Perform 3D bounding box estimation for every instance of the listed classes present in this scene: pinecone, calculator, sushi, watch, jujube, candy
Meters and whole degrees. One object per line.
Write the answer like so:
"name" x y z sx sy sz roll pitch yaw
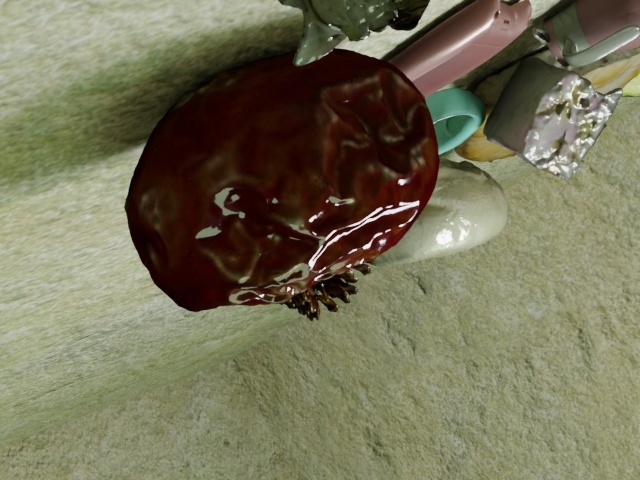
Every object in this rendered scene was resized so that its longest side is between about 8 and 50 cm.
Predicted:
"pinecone" 0.003 0.002 1.913 0.292 0.246 0.246 -43 177 -21
"calculator" 0.158 -0.255 1.519 0.329 0.048 0.220 -31 173 29
"sushi" 0.075 -0.271 0.974 0.273 0.134 0.109 -43 -168 34
"watch" 0.187 -0.195 1.831 0.195 0.068 0.237 -16 168 -27
"jujube" -0.043 -0.074 1.197 0.377 0.276 0.276 -24 170 -32
"candy" 0.394 -0.218 1.760 0.185 0.137 0.195 -59 -159 10

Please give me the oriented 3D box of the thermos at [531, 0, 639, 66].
"thermos" 0.480 -0.360 1.613 0.265 0.146 0.176 -24 -153 35

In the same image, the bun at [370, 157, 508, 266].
"bun" 0.239 -0.070 2.280 0.365 0.219 0.365 -15 180 0

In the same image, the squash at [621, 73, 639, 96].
"squash" 0.693 -0.409 2.310 0.184 0.085 0.192 6 155 -20

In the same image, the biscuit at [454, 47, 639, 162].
"biscuit" 0.464 -0.296 2.063 0.429 0.104 0.446 -25 169 -7
